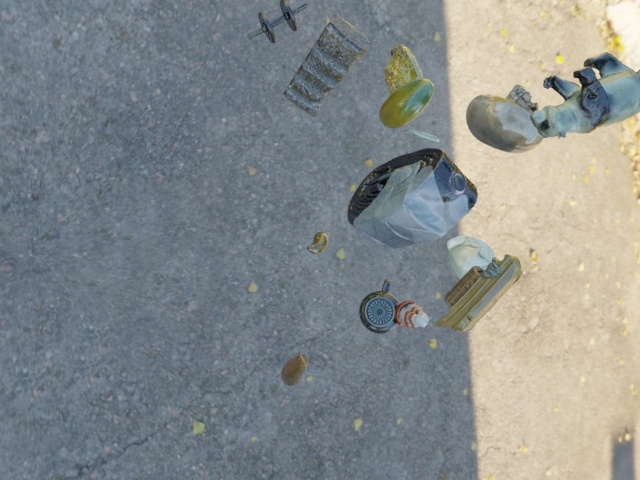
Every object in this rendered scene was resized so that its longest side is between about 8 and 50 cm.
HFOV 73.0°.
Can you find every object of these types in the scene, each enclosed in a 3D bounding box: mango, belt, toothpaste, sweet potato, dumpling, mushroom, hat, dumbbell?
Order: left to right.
[{"bbox_3d":[-0.094,-0.480,0.949,0.147,0.069,0.069,-30,107,-2],"label":"dumbbell"},{"bbox_3d":[-0.086,0.395,1.305,0.072,0.314,0.066,-32,71,-23],"label":"sweet potato"},{"bbox_3d":[0.001,-0.002,1.581,0.059,0.249,0.069,37,105,-2],"label":"sweet potato"},{"bbox_3d":[0.171,-0.092,0.906,0.164,0.289,0.184,37,67,-21],"label":"belt"},{"bbox_3d":[0.266,-0.427,1.347,0.091,0.194,0.130,33,39,-30],"label":"mango"},{"bbox_3d":[0.354,0.290,1.627,0.093,0.162,0.112,29,86,-25],"label":"hat"},{"bbox_3d":[0.451,-0.462,1.905,0.197,0.048,0.029,8,91,-30],"label":"toothpaste"},{"bbox_3d":[0.645,0.079,1.840,0.131,0.179,0.252,35,30,-46],"label":"dumpling"},{"bbox_3d":[0.518,-0.340,1.199,0.226,0.226,0.178,0,121,-34],"label":"mushroom"}]

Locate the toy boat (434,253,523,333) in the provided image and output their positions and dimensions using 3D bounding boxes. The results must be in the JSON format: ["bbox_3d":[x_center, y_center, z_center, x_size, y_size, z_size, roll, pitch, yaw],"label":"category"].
[{"bbox_3d":[0.448,0.152,1.254,0.089,0.115,0.310,2,129,-42],"label":"toy boat"}]

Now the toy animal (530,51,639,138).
[{"bbox_3d":[0.474,-0.250,0.749,0.225,0.094,0.121,-23,108,-7],"label":"toy animal"}]

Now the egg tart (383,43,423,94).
[{"bbox_3d":[0.370,-0.719,1.949,0.120,0.315,0.315,-26,105,2],"label":"egg tart"}]

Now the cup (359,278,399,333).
[{"bbox_3d":[0.256,0.276,1.791,0.176,0.169,0.223,56,50,-72],"label":"cup"}]

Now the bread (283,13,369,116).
[{"bbox_3d":[0.010,-0.648,1.644,0.165,0.416,0.113,27,61,-17],"label":"bread"}]
